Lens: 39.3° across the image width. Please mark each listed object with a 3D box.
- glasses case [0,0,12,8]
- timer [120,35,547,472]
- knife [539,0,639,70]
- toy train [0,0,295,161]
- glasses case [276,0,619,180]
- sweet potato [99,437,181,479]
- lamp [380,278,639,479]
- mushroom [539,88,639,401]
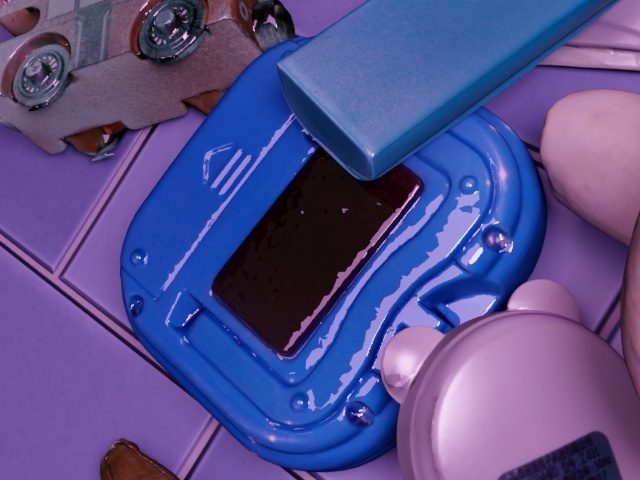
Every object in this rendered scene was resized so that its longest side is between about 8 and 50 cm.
[{"bbox_3d":[-0.304,-0.314,1.008,0.193,0.070,0.102,-44,64,7],"label":"glasses case"},{"bbox_3d":[0.000,0.000,0.755,0.309,0.115,0.340,38,91,25],"label":"timer"},{"bbox_3d":[0.243,-0.175,0.741,0.265,0.040,0.073,12,84,26],"label":"knife"},{"bbox_3d":[-0.177,-0.190,0.885,0.326,0.129,0.159,-13,64,21],"label":"toy train"},{"bbox_3d":[0.120,-0.167,0.694,0.301,0.070,0.117,-35,64,-13],"label":"glasses case"},{"bbox_3d":[-0.090,0.258,0.742,0.285,0.085,0.112,22,50,38],"label":"sweet potato"},{"bbox_3d":[0.149,0.161,0.636,0.179,0.108,0.246,-20,82,-11],"label":"lamp"},{"bbox_3d":[0.273,0.002,0.556,0.314,0.314,0.336,-55,36,0],"label":"mushroom"}]
